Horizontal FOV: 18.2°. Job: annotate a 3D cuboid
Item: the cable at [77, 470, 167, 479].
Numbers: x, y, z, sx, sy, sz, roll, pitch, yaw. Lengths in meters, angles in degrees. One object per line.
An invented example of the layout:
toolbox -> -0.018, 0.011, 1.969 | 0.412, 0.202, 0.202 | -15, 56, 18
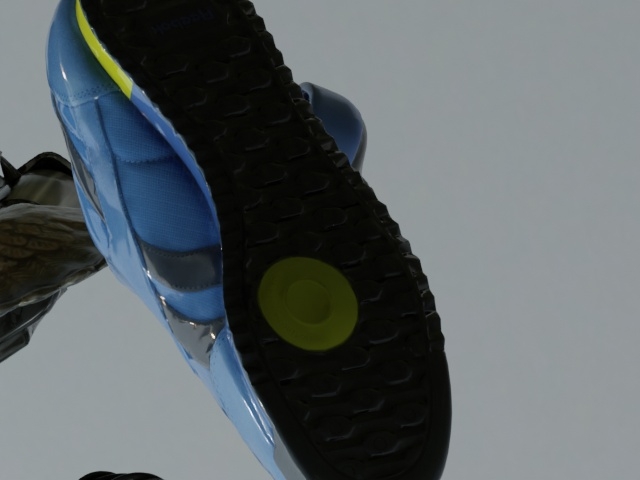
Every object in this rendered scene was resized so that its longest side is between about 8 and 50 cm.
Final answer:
cable -> -0.147, 0.225, 1.368 | 0.151, 0.047, 0.184 | -27, -141, 23

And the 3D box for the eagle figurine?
eagle figurine -> -0.237, 0.017, 1.077 | 0.226, 0.298, 0.225 | -18, -117, -41

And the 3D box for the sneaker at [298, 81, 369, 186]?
sneaker -> 0.000, 0.000, 0.993 | 0.090, 0.232, 0.081 | 18, -116, -7

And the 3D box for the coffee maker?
coffee maker -> -0.243, 0.031, 1.457 | 0.171, 0.120, 0.178 | -57, -179, 17

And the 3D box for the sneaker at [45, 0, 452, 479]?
sneaker -> -0.027, 0.006, 0.619 | 0.069, 0.082, 0.209 | -14, -117, -31
